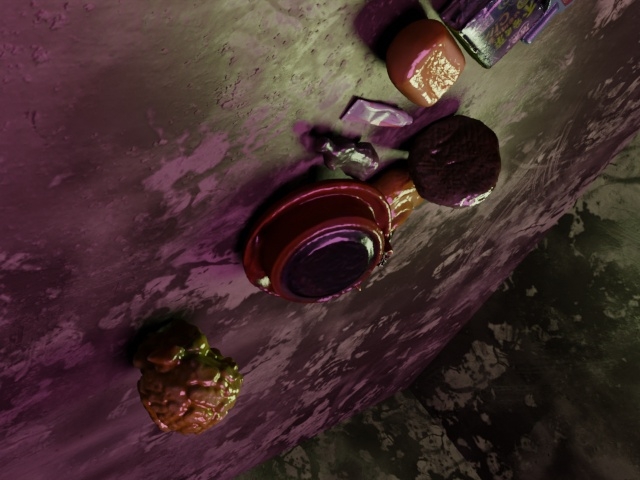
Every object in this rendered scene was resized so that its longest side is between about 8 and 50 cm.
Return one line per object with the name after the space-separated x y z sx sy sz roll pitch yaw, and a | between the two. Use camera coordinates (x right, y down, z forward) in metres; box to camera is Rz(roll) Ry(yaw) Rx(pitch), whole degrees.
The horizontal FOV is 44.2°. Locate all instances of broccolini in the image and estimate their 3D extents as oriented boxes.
0.180 -0.018 2.212 0.091 0.068 0.202 -30 144 -54 | broccolini

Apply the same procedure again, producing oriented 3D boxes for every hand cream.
0.126 -0.264 1.667 0.216 0.038 0.052 0 112 -49 | hand cream

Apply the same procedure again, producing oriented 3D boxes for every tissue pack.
0.350 -0.456 1.590 0.173 0.073 0.235 -45 157 15 | tissue pack

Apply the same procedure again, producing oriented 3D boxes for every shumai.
0.319 -0.159 1.936 0.272 0.222 0.203 -38 164 -27 | shumai

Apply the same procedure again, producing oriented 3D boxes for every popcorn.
-0.311 0.316 1.799 0.224 0.258 0.270 -42 166 -10 | popcorn

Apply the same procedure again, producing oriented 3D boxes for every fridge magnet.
-0.001 0.009 1.781 0.364 0.155 0.363 -16 141 -14 | fridge magnet

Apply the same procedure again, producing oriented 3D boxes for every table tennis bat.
0.534 -0.544 1.765 0.244 0.040 0.153 -50 156 14 | table tennis bat

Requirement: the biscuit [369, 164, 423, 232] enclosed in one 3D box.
0.156 -0.080 1.982 0.274 0.091 0.213 -40 160 7 | biscuit

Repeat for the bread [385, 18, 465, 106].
0.196 -0.348 1.523 0.147 0.098 0.217 -44 160 8 | bread

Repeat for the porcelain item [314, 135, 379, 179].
0.043 -0.179 1.642 0.081 0.069 0.216 -35 162 21 | porcelain item
